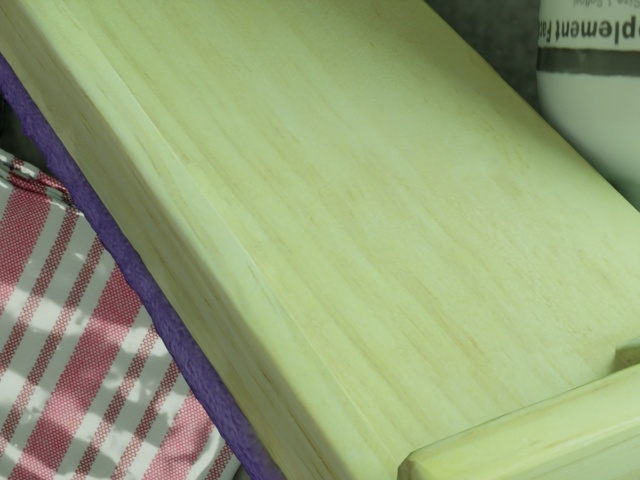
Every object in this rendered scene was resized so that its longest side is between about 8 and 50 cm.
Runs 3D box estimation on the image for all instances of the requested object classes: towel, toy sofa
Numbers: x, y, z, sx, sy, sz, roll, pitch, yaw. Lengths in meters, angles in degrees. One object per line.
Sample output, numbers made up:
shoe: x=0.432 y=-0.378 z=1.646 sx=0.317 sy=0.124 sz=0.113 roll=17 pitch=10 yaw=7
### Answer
towel: x=-0.119 y=0.050 z=0.776 sx=0.197 sy=0.029 sz=0.144 roll=26 pitch=106 yaw=-1
toy sofa: x=0.000 y=0.000 z=0.584 sx=0.362 sy=0.150 sz=0.177 roll=52 pitch=148 yaw=40

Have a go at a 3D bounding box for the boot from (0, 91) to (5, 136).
boot: x=-0.215 y=-0.034 z=0.810 sx=0.161 sy=0.083 sz=0.246 roll=-13 pitch=92 yaw=17

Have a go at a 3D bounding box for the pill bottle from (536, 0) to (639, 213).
pill bottle: x=0.162 y=-0.108 z=0.596 sx=0.176 sy=0.176 sz=0.318 roll=4 pitch=97 yaw=21
